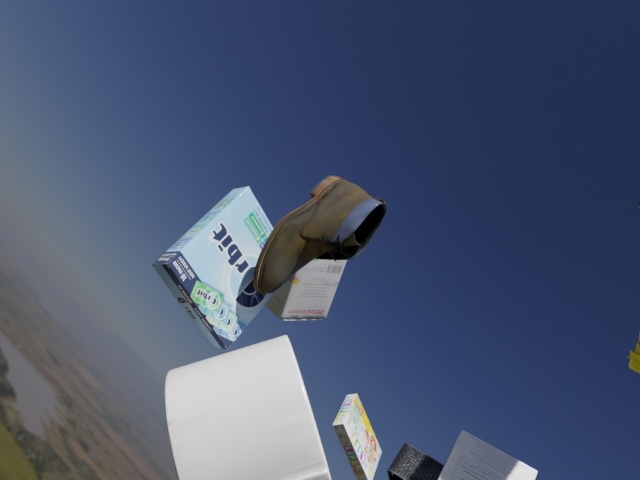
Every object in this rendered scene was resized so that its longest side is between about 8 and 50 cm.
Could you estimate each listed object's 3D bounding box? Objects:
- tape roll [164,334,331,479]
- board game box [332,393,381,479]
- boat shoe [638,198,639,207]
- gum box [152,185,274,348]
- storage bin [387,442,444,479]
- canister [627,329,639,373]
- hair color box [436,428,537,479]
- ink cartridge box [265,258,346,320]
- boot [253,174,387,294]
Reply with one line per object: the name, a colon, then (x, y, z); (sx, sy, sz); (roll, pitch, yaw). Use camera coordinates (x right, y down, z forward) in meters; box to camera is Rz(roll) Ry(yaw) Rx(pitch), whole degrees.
tape roll: (-0.089, 0.266, 0.799); (0.246, 0.169, 0.246); (164, -90, -82)
board game box: (0.079, 0.415, 1.257); (0.026, 0.103, 0.154); (-16, -74, 25)
boat shoe: (0.765, -0.094, 1.261); (0.183, 0.066, 0.066); (4, -64, 41)
gum box: (-0.132, 0.037, 0.879); (0.041, 0.184, 0.157); (-5, -56, 41)
storage bin: (0.263, 0.592, 1.471); (0.180, 0.084, 0.122); (26, -30, 29)
canister: (0.466, 0.098, 0.755); (0.073, 0.170, 0.126); (9, 6, -14)
hair color box: (0.313, 0.610, 1.298); (0.185, 0.339, 0.110); (26, -32, 18)
ink cartridge box: (-0.034, 0.088, 1.508); (0.093, 0.154, 0.213); (32, -70, 46)
boot: (0.000, 0.000, 0.863); (0.106, 0.219, 0.082); (23, -22, 37)
